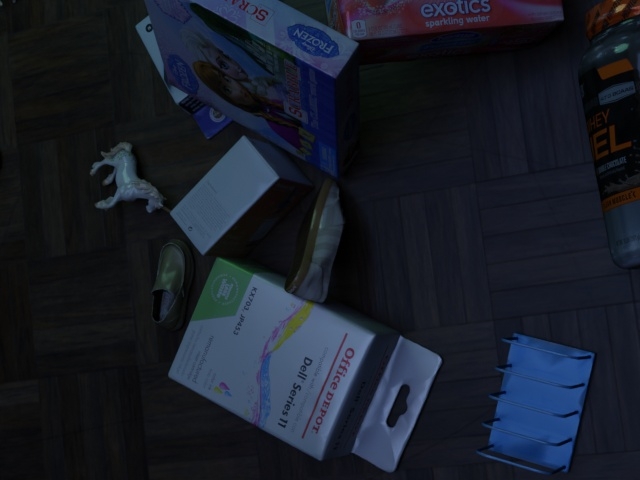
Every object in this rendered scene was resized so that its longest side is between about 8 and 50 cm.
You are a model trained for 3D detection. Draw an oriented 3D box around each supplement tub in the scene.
[{"bbox_3d":[0.448,-0.142,1.562,0.207,0.207,0.338,-12,81,23],"label":"supplement tub"}]

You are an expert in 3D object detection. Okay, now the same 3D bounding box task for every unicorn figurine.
[{"bbox_3d":[-0.313,-0.090,1.975,0.111,0.060,0.162,-25,77,21],"label":"unicorn figurine"}]

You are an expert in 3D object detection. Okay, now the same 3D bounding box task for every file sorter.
[{"bbox_3d":[0.290,0.223,1.665,0.118,0.104,0.170,13,92,25],"label":"file sorter"}]

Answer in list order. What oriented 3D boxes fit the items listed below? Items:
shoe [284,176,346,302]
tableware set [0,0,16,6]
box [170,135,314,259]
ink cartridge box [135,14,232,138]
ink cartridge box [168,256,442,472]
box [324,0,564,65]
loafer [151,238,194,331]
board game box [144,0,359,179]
[{"bbox_3d":[0.000,0.000,1.792,0.058,0.219,0.076,24,142,-10],"label":"shoe"},{"bbox_3d":[-0.572,-0.445,2.136,0.154,0.024,0.104,-43,68,17],"label":"tableware set"},{"bbox_3d":[-0.117,-0.062,1.849,0.170,0.130,0.091,-45,70,16],"label":"box"},{"bbox_3d":[-0.158,-0.312,1.929,0.223,0.045,0.224,-36,74,18],"label":"ink cartridge box"},{"bbox_3d":[-0.024,0.185,1.797,0.353,0.119,0.207,24,95,23],"label":"ink cartridge box"},{"bbox_3d":[0.162,-0.339,1.665,0.299,0.142,0.154,-6,84,-8],"label":"box"},{"bbox_3d":[-0.237,0.071,1.937,0.056,0.050,0.148,1,87,24],"label":"loafer"},{"bbox_3d":[-0.093,-0.247,1.726,0.318,0.319,0.066,30,72,13],"label":"board game box"}]
